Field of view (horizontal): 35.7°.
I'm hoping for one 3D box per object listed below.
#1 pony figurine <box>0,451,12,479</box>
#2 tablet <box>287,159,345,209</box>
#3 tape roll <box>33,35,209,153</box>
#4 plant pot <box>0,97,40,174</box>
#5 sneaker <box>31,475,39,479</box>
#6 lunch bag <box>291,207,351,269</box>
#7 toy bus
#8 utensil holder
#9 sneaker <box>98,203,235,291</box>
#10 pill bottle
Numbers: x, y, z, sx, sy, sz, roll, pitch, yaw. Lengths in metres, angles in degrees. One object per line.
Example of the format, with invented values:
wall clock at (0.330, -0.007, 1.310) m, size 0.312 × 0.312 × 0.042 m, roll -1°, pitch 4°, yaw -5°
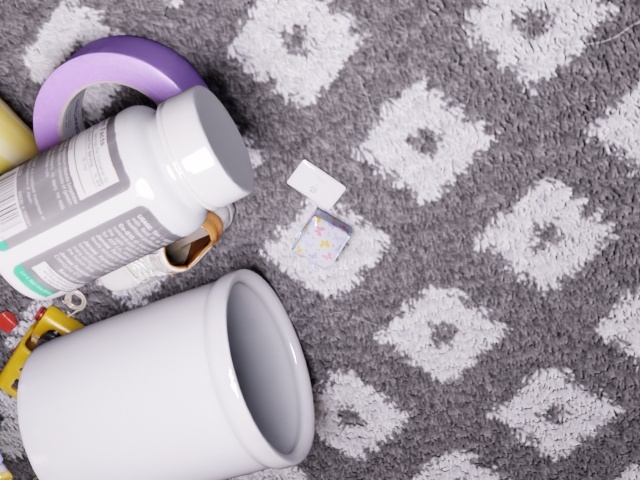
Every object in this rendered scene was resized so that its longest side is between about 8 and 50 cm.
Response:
pony figurine at (-0.682, 0.295, 1.754) m, size 0.363 × 0.303 × 0.351 m, roll 54°, pitch 154°, yaw 23°
tablet at (-0.007, -0.089, 1.598) m, size 0.083 × 0.006 × 0.054 m, roll 34°, pitch 120°, yaw -8°
tape roll at (-0.303, -0.176, 1.559) m, size 0.275 × 0.090 × 0.274 m, roll 5°, pitch 119°, yaw 8°
plant pot at (-0.582, -0.161, 1.548) m, size 0.254 × 0.254 × 0.239 m, roll -36°, pitch 123°, yaw 26°
sneaker at (-0.368, 0.452, 1.930) m, size 0.411 × 0.158 × 0.181 m, roll 0°, pitch 88°, yaw 13°
lunch bag at (0.000, 0.000, 1.621) m, size 0.071 × 0.053 × 0.083 m, roll 28°, pitch 111°, yaw -8°
toy bus at (-0.505, 0.207, 1.806) m, size 0.191 × 0.104 × 0.202 m, roll -6°, pitch 118°, yaw 14°
utensil holder at (-0.249, 0.259, 1.639) m, size 0.386 × 0.327 × 0.327 m, roll -20°, pitch 114°, yaw 16°
sneaker at (-0.277, 0.017, 1.645) m, size 0.290 × 0.123 × 0.106 m, roll -31°, pitch 111°, yaw 26°
pill bottle at (-0.292, -0.069, 1.436) m, size 0.361 × 0.204 × 0.204 m, roll -24°, pitch 112°, yaw 14°
